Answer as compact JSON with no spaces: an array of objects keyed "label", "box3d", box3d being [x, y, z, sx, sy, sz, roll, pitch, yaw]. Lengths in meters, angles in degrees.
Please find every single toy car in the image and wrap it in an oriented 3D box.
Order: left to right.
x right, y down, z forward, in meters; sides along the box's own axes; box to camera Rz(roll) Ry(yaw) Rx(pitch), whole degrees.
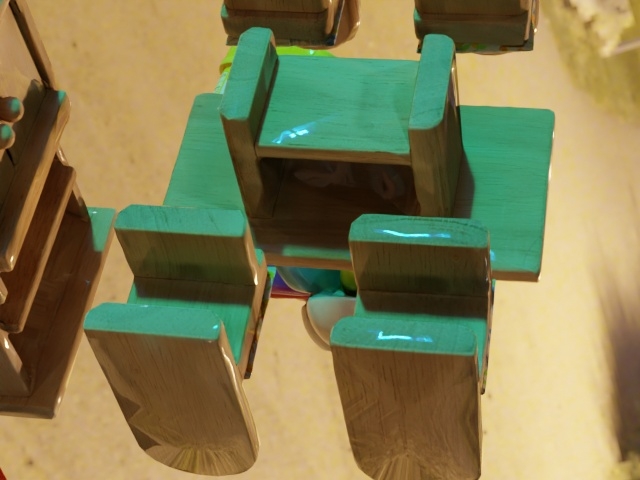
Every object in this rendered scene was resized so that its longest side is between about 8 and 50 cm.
[{"label":"toy car","box3d":[0.000,0.000,1.027,0.182,0.136,0.159,122,-25,-83]}]

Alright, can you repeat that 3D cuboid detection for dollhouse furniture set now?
[{"label":"dollhouse furniture set","box3d":[-0.035,-0.010,0.535,0.161,0.242,0.212,78,19,-52]}]

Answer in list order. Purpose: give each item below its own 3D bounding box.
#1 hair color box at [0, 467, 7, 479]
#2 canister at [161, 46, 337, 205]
[{"label":"hair color box","box3d":[-0.187,0.113,0.615,0.053,0.093,0.167,-18,72,-49]},{"label":"canister","box3d":[-0.057,-0.083,1.217,0.073,0.126,0.170,46,60,-47]}]
